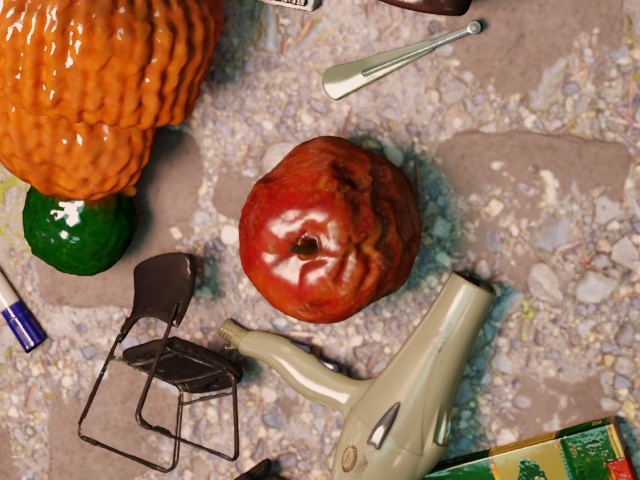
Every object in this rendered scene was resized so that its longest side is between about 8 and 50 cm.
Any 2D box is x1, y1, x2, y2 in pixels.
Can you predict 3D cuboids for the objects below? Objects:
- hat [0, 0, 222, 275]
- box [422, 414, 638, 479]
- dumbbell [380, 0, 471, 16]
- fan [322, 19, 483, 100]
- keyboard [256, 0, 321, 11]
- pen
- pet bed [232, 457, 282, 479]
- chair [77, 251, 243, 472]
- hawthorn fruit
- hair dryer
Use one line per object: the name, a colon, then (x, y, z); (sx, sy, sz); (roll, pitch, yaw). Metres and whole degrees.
hat: (-0.287, -0.162, 1.560); (0.285, 0.285, 0.400); (31, 128, 8)
box: (0.246, 0.293, 1.594); (0.235, 0.034, 0.132); (-18, 97, 19)
dumbbell: (0.115, -0.351, 1.438); (0.140, 0.124, 0.225); (18, 107, 13)
fan: (0.089, -0.204, 1.537); (0.193, 0.016, 0.038); (-21, 94, 20)
keyboard: (-0.026, -0.372, 1.528); (0.094, 0.025, 0.230); (13, 106, 10)
pen: (-0.427, 0.021, 1.731); (0.033, 0.033, 0.269); (-33, 91, 20)
pet bed: (-0.110, 0.365, 1.623); (0.159, 0.211, 0.183); (28, 110, 19)
chair: (-0.170, 0.142, 1.632); (0.140, 0.145, 0.221); (-18, 53, 46)
hawthorn fruit: (0.000, 0.000, 1.490); (0.207, 0.243, 0.207); (3, 101, 14)
hair dryer: (0.064, 0.124, 1.588); (0.296, 0.119, 0.298); (-43, 76, 14)
